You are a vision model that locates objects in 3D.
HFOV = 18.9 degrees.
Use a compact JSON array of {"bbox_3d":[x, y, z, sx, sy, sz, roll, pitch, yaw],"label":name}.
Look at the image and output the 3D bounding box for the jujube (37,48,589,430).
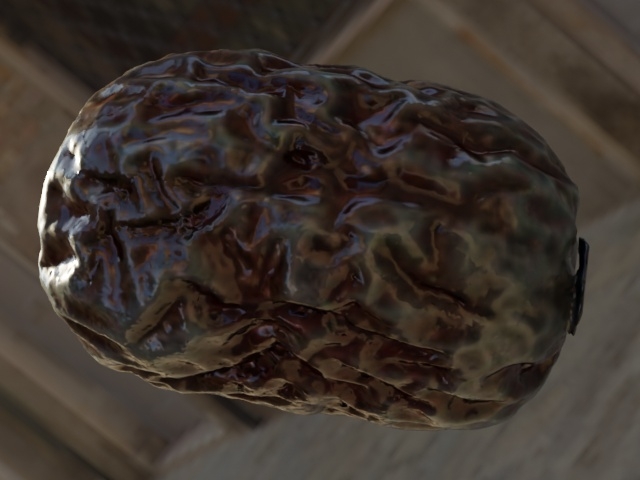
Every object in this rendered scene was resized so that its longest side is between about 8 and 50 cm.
[{"bbox_3d":[0.000,0.000,1.133,0.226,0.317,0.226,9,-90,-82],"label":"jujube"}]
